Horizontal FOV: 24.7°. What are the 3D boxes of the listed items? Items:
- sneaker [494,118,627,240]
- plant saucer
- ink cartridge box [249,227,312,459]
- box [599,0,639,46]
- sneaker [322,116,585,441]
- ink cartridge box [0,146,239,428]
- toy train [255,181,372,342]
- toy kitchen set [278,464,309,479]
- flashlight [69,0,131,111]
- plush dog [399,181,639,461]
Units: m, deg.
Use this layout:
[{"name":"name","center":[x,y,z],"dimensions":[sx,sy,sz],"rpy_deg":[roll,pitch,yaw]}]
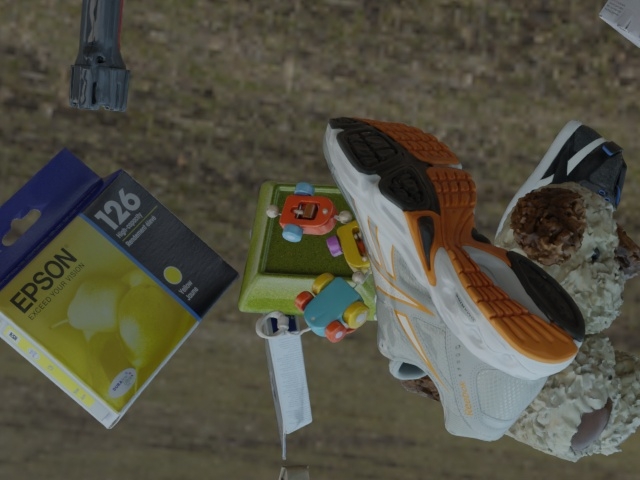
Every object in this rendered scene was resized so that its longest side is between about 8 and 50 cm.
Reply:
[{"name":"sneaker","center":[0.338,-0.050,1.999],"dimensions":[0.121,0.217,0.079],"rpy_deg":[33,-178,23]},{"name":"plant saucer","center":[0.000,0.000,1.788],"dimensions":[0.188,0.188,0.045],"rpy_deg":[3,151,11]},{"name":"ink cartridge box","center":[-0.050,0.132,1.915],"dimensions":[0.045,0.223,0.224],"rpy_deg":[-8,129,-4]},{"name":"box","center":[0.474,-0.319,1.766],"dimensions":[0.127,0.231,0.262],"rpy_deg":[31,-168,-12]},{"name":"sneaker","center":[0.060,0.023,0.969],"dimensions":[0.099,0.262,0.121],"rpy_deg":[1,130,-34]},{"name":"ink cartridge box","center":[-0.305,0.045,1.952],"dimensions":[0.307,0.303,0.072],"rpy_deg":[42,140,-5]},{"name":"toy train","center":[0.002,0.027,1.360],"dimensions":[0.125,0.166,0.046],"rpy_deg":[0,150,22]},{"name":"toy kitchen set","center":[-0.016,0.276,1.477],"dimensions":[0.083,0.068,0.075],"rpy_deg":[2,-154,-25]},{"name":"flashlight","center":[-0.289,-0.331,2.000],"dimensions":[0.103,0.304,0.103],"rpy_deg":[2,-174,-28]},{"name":"plush dog","center":[0.197,0.058,1.295],"dimensions":[0.210,0.225,0.262],"rpy_deg":[19,-179,24]}]
